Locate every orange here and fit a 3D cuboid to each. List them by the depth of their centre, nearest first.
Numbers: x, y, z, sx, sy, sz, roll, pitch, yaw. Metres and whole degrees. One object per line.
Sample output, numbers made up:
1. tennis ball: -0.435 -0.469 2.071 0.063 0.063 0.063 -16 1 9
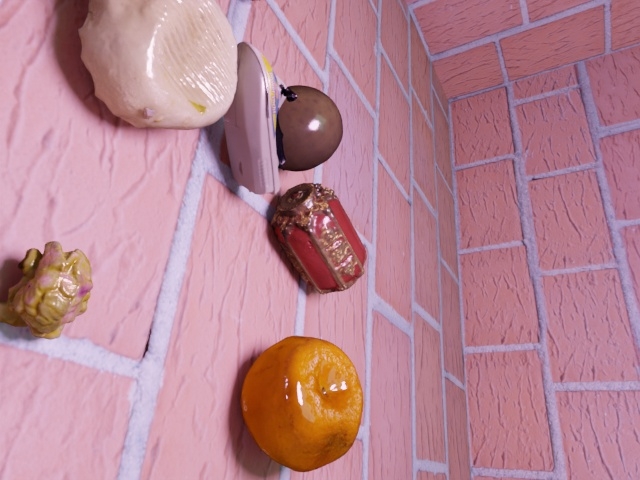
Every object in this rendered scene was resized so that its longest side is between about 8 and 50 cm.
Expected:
1. orange: -0.042 0.312 0.897 0.249 0.183 0.249 30 45 -35

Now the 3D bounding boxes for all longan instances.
1. longan: -0.049 -0.249 1.066 0.220 0.196 0.197 -35 112 -57

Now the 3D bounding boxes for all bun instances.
1. bun: -0.251 -0.291 0.735 0.259 0.159 0.260 10 90 -66

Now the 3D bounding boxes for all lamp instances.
1. lamp: 0.000 0.000 1.104 0.274 0.176 0.177 61 33 -35

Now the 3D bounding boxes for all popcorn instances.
1. popcorn: -0.316 0.059 0.558 0.089 0.109 0.097 30 9 -19

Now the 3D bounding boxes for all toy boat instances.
1. toy boat: -0.112 -0.227 0.904 0.141 0.140 0.270 -37 141 -60
